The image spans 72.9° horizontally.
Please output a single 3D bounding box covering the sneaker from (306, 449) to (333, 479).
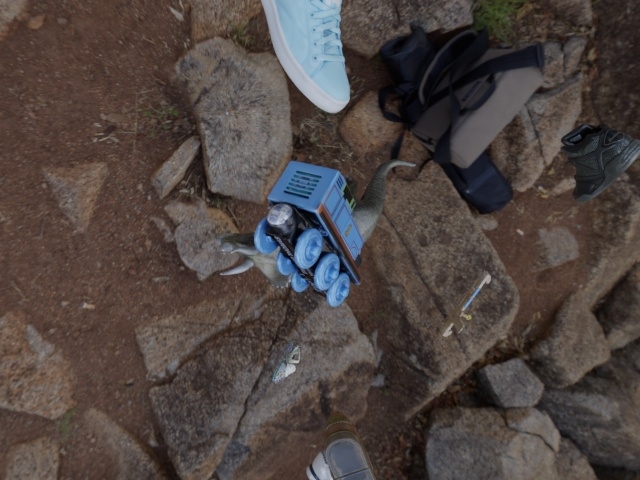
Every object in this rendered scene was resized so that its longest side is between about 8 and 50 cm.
[{"bbox_3d":[0.066,0.681,1.175,0.095,0.090,0.235,-47,69,0],"label":"sneaker"}]

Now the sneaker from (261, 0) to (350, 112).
[{"bbox_3d":[-0.014,-0.432,0.816,0.135,0.150,0.366,-30,98,-42],"label":"sneaker"}]

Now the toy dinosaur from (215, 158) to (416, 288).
[{"bbox_3d":[0.010,-0.019,0.642,0.313,0.160,0.121,-18,124,-5],"label":"toy dinosaur"}]

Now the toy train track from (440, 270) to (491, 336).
[{"bbox_3d":[0.156,0.069,0.458,0.014,0.048,0.083,23,111,-13],"label":"toy train track"}]

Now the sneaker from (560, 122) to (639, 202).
[{"bbox_3d":[0.563,-0.166,0.908,0.087,0.227,0.130,-41,68,-2],"label":"sneaker"}]

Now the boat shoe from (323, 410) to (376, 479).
[{"bbox_3d":[0.077,0.532,0.989,0.110,0.104,0.308,-10,109,-1],"label":"boat shoe"}]

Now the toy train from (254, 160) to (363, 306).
[{"bbox_3d":[0.000,0.000,0.488,0.105,0.080,0.184,-59,147,-18],"label":"toy train"}]

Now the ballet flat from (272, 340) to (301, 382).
[{"bbox_3d":[-0.070,0.272,0.967,0.041,0.114,0.041,10,126,13],"label":"ballet flat"}]
